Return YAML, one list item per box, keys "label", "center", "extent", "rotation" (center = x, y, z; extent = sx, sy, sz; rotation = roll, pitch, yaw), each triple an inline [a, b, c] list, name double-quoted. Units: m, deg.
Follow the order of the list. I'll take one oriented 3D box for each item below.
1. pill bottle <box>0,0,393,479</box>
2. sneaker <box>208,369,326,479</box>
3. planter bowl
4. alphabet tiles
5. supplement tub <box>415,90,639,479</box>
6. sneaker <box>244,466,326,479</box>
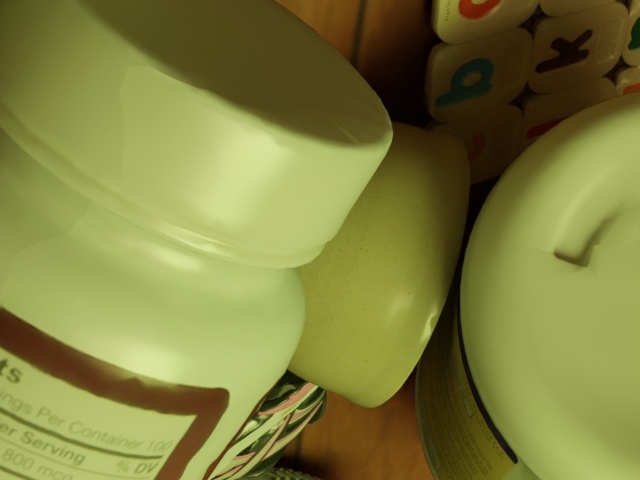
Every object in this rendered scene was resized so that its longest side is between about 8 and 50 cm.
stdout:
- label: "pill bottle"
  center: [-0.148, 0.055, 0.775]
  extent: [0.224, 0.224, 0.392]
  rotation: [14, 118, -43]
- label: "sneaker"
  center: [-0.065, 0.134, 1.028]
  extent: [0.178, 0.072, 0.077]
  rotation: [-30, 142, -6]
- label: "planter bowl"
  center: [0.000, 0.000, 0.900]
  extent: [0.109, 0.162, 0.162]
  rotation: [19, 119, -14]
- label: "alphabet tiles"
  center: [0.183, -0.131, 0.993]
  extent: [0.278, 0.021, 0.284]
  rotation: [-19, 137, -21]
- label: "supplement tub"
  center: [0.182, 0.077, 0.951]
  extent: [0.241, 0.241, 0.331]
  rotation: [-28, 166, -11]
- label: "sneaker"
  center: [-0.121, 0.275, 1.076]
  extent: [0.366, 0.137, 0.210]
  rotation: [-5, 131, -26]
